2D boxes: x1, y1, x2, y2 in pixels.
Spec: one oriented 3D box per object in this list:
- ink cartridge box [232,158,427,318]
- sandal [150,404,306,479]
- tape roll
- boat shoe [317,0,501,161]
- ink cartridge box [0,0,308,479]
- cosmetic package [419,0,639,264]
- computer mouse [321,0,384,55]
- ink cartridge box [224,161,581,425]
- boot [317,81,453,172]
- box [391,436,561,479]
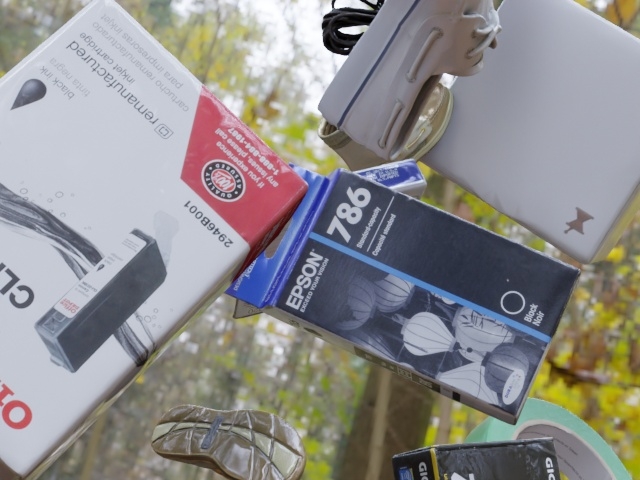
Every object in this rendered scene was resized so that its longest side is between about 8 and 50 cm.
[{"bbox_3d":[0.000,0.000,1.551,0.223,0.045,0.224,-13,-29,-19],"label":"ink cartridge box"},{"bbox_3d":[-0.080,0.194,1.186,0.180,0.072,0.049,4,-38,39],"label":"sandal"},{"bbox_3d":[0.362,0.399,1.991,0.321,0.321,0.077,26,-50,-20],"label":"tape roll"},{"bbox_3d":[0.092,-0.160,0.952,0.084,0.095,0.258,41,-43,4],"label":"boat shoe"},{"bbox_3d":[-0.175,0.004,0.858,0.197,0.273,0.114,43,-21,1],"label":"ink cartridge box"},{"bbox_3d":[0.396,-0.180,2.084,0.329,0.327,0.393,34,9,13],"label":"cosmetic package"},{"bbox_3d":[0.065,-0.353,1.426,0.188,0.272,0.072,-8,0,22],"label":"computer mouse"},{"bbox_3d":[0.075,0.042,1.290,0.332,0.165,0.065,22,-13,13],"label":"ink cartridge box"},{"bbox_3d":[0.097,-0.184,1.874,0.077,0.213,0.165,21,-21,48],"label":"boot"},{"bbox_3d":[0.219,0.412,1.596,0.257,0.322,0.079,6,-19,-44],"label":"box"}]
